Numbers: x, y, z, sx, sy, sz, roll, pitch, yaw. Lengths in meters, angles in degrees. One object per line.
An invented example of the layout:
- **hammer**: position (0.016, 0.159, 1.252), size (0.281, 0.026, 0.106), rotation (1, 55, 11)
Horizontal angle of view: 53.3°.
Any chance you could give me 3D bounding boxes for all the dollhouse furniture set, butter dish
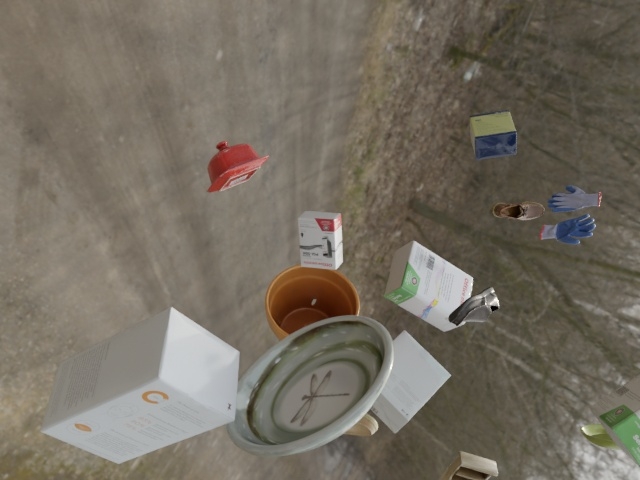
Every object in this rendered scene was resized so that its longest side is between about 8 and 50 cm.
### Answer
- **dollhouse furniture set**: position (0.378, 0.693, 1.620), size (0.242, 0.212, 0.161), rotation (-86, -163, -55)
- **butter dish**: position (-0.249, -0.220, 1.764), size (0.160, 0.118, 0.160), rotation (-27, 176, -31)

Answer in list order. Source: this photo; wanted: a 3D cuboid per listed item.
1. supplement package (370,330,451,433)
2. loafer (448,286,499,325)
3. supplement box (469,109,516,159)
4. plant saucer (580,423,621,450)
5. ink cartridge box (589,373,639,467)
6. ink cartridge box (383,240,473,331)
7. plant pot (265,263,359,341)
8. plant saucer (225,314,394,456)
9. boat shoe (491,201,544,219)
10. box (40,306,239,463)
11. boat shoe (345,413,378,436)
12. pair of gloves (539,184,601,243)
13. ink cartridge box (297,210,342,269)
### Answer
- **supplement package**: position (0.235, 0.422, 1.905), size (0.203, 0.194, 0.149), rotation (-37, 163, -28)
- **loafer**: position (0.459, 0.201, 1.854), size (0.220, 0.078, 0.080), rotation (-22, 158, -40)
- **supplement box**: position (0.356, -0.219, 1.318), size (0.056, 0.083, 0.083), rotation (75, 11, -45)
- **plant saucer**: position (0.968, 0.637, 2.056), size (0.241, 0.241, 0.037), rotation (10, 79, -72)
- **ink cartridge box**: position (0.635, 0.302, 1.181), size (0.219, 0.092, 0.160), rotation (-36, 173, 7)
- **ink cartridge box**: position (0.379, 0.162, 2.222), size (0.117, 0.278, 0.201), rotation (-38, -154, 51)
- **plant pot**: position (-0.032, 0.247, 2.025), size (0.291, 0.291, 0.203), rotation (-52, 162, -34)
- **plant saucer**: position (-0.010, 0.325, 1.373), size (0.400, 0.400, 0.100), rotation (-49, 119, -38)
- **boat shoe**: position (0.672, -0.096, 2.148), size (0.060, 0.178, 0.064), rotation (-116, -153, -77)
- **box**: position (-0.371, 0.313, 1.335), size (0.215, 0.345, 0.168), rotation (43, 32, -38)
- **boat shoe**: position (0.029, 0.634, 2.194), size (0.110, 0.341, 0.121), rotation (-61, 145, -44)
- **pair of gloves**: position (0.715, -0.077, 1.824), size (0.023, 0.159, 0.198), rotation (39, 62, -38)
- **ink cartridge box**: position (0.000, 0.000, 1.599), size (0.056, 0.099, 0.135), rotation (-47, 138, -61)
